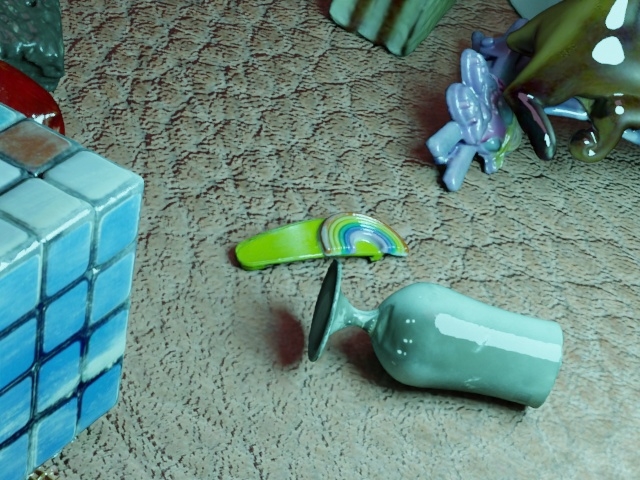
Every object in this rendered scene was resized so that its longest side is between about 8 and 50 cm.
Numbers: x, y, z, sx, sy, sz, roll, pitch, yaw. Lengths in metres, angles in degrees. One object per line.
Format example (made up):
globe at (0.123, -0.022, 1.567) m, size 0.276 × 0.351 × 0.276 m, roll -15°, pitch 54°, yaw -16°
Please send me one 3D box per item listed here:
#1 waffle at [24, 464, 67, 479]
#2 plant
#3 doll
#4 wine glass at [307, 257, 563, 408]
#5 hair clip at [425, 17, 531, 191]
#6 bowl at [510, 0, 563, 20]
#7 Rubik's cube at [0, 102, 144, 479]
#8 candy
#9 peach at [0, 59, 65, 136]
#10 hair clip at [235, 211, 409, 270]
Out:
waffle at (-0.238, 0.220, 1.289) m, size 0.075 × 0.029 × 0.083 m, roll -6°, pitch 50°, yaw -24°
plant at (-0.348, -0.244, 1.656) m, size 0.131 × 0.142 × 0.203 m, roll 2°, pitch 49°, yaw -26°
doll at (0.374, -0.185, 1.774) m, size 0.339 × 0.209 × 0.318 m, roll 24°, pitch 72°, yaw -21°
wine glass at (0.111, 0.094, 1.490) m, size 0.231 × 0.103 × 0.103 m, roll 15°, pitch 42°, yaw -10°
hair clip at (0.190, -0.173, 1.795) m, size 0.090 × 0.137 × 0.278 m, roll -9°, pitch 35°, yaw 24°
bowl at (0.422, -0.371, 2.051) m, size 0.345 × 0.157 × 0.345 m, roll 10°, pitch 42°, yaw -9°
Rubik's cube at (-0.322, 0.046, 1.256) m, size 0.253 × 0.256 × 0.259 m, roll 26°, pitch 39°, yaw 20°
candy at (0.140, -0.387, 1.953) m, size 0.135 × 0.179 × 0.321 m, roll 29°, pitch 44°, yaw 10°
peach at (-0.334, -0.093, 1.470) m, size 0.197 × 0.197 × 0.197 m, roll 10°, pitch 43°, yaw -9°
hair clip at (0.000, 0.000, 1.601) m, size 0.188 × 0.033 × 0.060 m, roll -7°, pitch 47°, yaw -26°
